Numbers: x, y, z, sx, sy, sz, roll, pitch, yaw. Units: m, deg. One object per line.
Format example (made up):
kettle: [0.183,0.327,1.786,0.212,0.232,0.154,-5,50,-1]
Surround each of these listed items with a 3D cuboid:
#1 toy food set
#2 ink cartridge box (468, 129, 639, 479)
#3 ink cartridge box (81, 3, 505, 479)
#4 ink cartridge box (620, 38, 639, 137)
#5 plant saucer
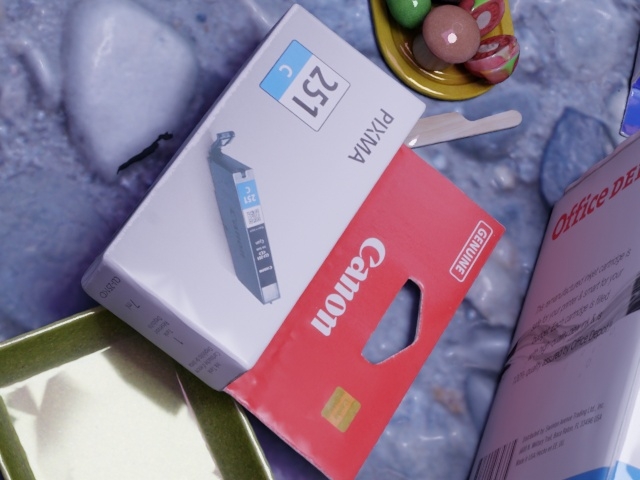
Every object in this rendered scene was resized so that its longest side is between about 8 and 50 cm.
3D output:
toy food set: [0.115,-0.194,1.613,0.128,0.071,0.218,-5,75,-19]
ink cartridge box: [0.249,0.122,1.438,0.166,0.285,0.395,24,67,-10]
ink cartridge box: [0.000,0.000,1.487,0.261,0.066,0.296,38,57,-7]
ink cartridge box: [0.381,-0.222,1.716,0.165,0.065,0.332,19,69,-12]
plant saucer: [-0.153,0.146,1.430,0.188,0.045,0.188,-21,80,-22]
